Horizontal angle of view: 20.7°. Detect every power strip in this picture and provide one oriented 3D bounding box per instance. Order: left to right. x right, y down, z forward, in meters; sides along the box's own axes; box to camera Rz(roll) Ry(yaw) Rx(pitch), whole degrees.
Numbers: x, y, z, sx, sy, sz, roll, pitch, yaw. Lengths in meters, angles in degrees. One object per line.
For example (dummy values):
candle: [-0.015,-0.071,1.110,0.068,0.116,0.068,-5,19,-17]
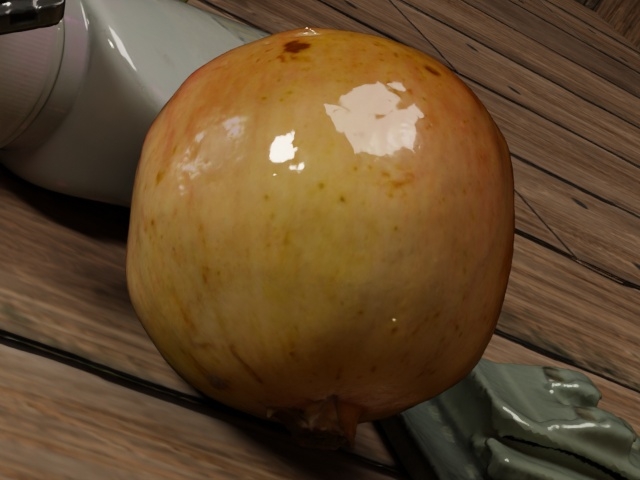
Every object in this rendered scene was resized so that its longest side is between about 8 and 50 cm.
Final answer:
power strip: [0.126,0.107,0.927,0.213,0.064,0.198,23,17,-30]

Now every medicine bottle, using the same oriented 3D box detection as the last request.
medicine bottle: [-0.102,-0.079,0.956,0.161,0.111,0.296,45,18,33]

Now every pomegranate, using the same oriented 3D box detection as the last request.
pomegranate: [-0.002,-0.003,0.795,0.191,0.191,0.191,30,16,-10]

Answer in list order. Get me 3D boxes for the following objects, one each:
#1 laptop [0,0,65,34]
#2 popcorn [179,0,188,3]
laptop: [-0.225,-0.116,0.771,0.207,0.026,0.154,-11,32,-14]
popcorn: [-0.166,-0.213,1.093,0.181,0.217,0.235,53,-8,-35]
